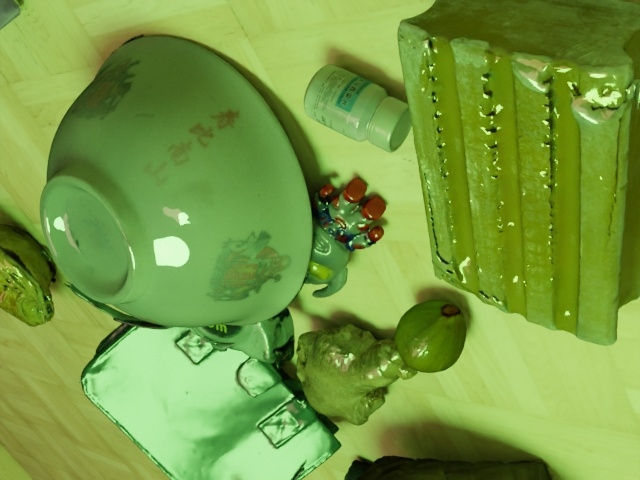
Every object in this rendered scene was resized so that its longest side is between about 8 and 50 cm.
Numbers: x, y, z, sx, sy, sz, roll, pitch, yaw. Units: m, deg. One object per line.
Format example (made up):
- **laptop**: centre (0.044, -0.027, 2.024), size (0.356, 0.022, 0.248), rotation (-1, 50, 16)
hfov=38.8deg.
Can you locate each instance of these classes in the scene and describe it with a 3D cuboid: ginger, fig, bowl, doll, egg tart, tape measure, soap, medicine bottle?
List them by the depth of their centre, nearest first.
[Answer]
- **soap**: centre (0.163, -0.051, 0.694), size (0.173, 0.089, 0.274), rotation (19, 143, 30)
- **medicine bottle**: centre (0.033, -0.114, 0.791), size (0.089, 0.052, 0.052), rotation (29, 147, 19)
- **fig**: centre (0.119, 0.096, 0.947), size (0.074, 0.074, 0.088), rotation (36, 133, 9)
- **bowl**: centre (-0.187, -0.029, 0.953), size (0.345, 0.157, 0.345), rotation (20, 125, 31)
- **doll**: centre (0.000, 0.001, 0.965), size (0.104, 0.062, 0.195), rotation (30, 142, -16)
- **ginger**: centre (0.031, 0.156, 1.115), size (0.137, 0.074, 0.213), rotation (30, 152, 1)
- **tape measure**: centre (-0.180, 0.051, 1.160), size (0.330, 0.084, 0.164), rotation (15, 113, 27)
- **egg tart**: centre (-0.538, 0.046, 1.569), size (0.241, 0.106, 0.241), rotation (31, 149, 21)

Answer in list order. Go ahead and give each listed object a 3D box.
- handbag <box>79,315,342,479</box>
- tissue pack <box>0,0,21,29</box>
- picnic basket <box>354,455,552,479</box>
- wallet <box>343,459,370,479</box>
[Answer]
- **handbag**: centre (-0.154, 0.227, 1.278), size (0.238, 0.089, 0.326), rotation (-39, 99, 14)
- **tissue pack**: centre (-0.521, -0.246, 0.961), size (0.160, 0.338, 0.242), rotation (9, 140, 47)
- **picnic basket**: centre (0.118, 0.425, 1.070), size (0.337, 0.337, 0.293), rotation (-12, 106, 53)
- **wallet**: centre (0.221, 0.465, 1.301), size (0.406, 0.062, 0.228), rotation (16, 141, 35)
